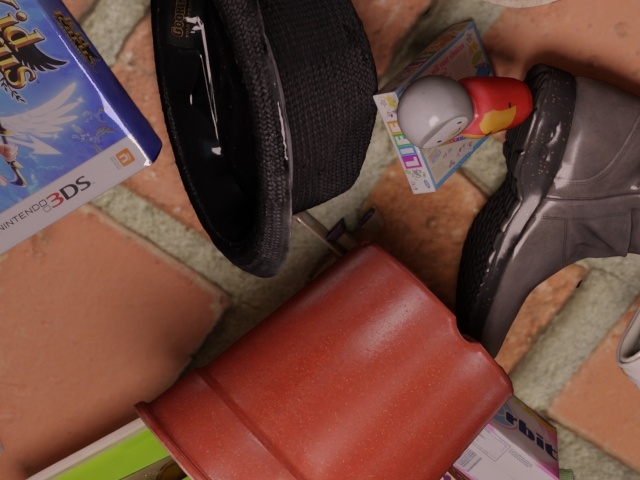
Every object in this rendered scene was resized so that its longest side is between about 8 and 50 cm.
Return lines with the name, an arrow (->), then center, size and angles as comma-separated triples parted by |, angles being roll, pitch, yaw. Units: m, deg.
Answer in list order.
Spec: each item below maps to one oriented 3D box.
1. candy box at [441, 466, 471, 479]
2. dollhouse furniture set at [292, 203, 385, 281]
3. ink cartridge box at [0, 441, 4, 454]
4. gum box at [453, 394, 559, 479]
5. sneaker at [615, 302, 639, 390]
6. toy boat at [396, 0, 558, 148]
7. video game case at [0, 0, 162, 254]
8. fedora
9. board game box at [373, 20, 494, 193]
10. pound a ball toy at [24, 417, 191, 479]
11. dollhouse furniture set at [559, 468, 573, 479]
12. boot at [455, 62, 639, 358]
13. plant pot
candy box -> 0.089, 0.306, 1.873 | 0.187, 0.053, 0.109 | -37, 105, 21
dollhouse furniture set -> 0.000, 0.000, 1.715 | 0.081, 0.114, 0.091 | 42, 114, -7
ink cartridge box -> -0.490, 0.155, 1.829 | 0.211, 0.121, 0.289 | -15, 112, 13
gum box -> 0.154, 0.182, 1.780 | 0.188, 0.107, 0.062 | 39, 112, -11
sneaker -> 0.415, 0.060, 1.654 | 0.292, 0.108, 0.169 | -43, 108, -7
toy boat -> 0.142, -0.237, 1.515 | 0.267, 0.148, 0.318 | 20, 112, 41
video game case -> -0.332, -0.133, 1.719 | 0.244, 0.061, 0.269 | -30, 107, 16
fedora -> -0.040, -0.139, 1.608 | 0.153, 0.334, 0.334 | -16, 115, -20
board game box -> 0.115, -0.126, 1.626 | 0.026, 0.154, 0.103 | -6, 116, 40
pound a ball toy -> -0.168, 0.304, 1.835 | 0.319, 0.136, 0.208 | -30, 72, 17
dollhouse furniture set -> 0.232, 0.321, 1.860 | 0.076, 0.058, 0.151 | 0, 114, 6
boot -> 0.267, 0.002, 1.692 | 0.223, 0.118, 0.338 | 13, 122, -9
plant pot -> 0.017, 0.158, 1.601 | 0.265, 0.272, 0.272 | -44, 104, -4
